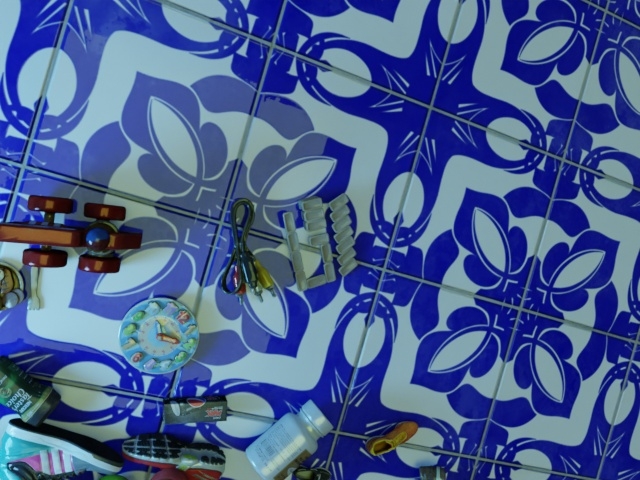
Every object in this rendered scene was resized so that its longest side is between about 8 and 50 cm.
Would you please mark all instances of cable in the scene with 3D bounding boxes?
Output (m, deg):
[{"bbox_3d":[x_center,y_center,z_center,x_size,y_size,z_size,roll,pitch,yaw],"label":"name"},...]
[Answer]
[{"bbox_3d":[-0.215,0.035,1.561,0.139,0.072,0.288,-13,86,1],"label":"cable"}]

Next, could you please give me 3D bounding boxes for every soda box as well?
[{"bbox_3d":[-0.337,0.454,1.544,0.168,0.053,0.060,1,94,-18],"label":"soda box"}]

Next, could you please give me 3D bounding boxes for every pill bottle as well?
[{"bbox_3d":[-0.081,0.556,1.590,0.229,0.131,0.131,-39,104,-10],"label":"pill bottle"}]

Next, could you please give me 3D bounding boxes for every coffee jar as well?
[{"bbox_3d":[-0.735,0.370,1.402,0.184,0.079,0.096,41,83,-16],"label":"coffee jar"}]

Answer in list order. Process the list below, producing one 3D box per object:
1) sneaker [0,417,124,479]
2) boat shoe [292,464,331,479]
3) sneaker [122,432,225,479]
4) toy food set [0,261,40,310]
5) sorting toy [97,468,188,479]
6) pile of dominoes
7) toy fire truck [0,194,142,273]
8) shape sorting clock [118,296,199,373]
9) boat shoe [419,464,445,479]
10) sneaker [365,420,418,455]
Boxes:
[{"bbox_3d":[-0.657,0.573,1.417,0.295,0.124,0.179,23,83,-10],"label":"sneaker"},{"bbox_3d":[-0.023,0.681,1.666,0.125,0.038,0.046,22,88,-17],"label":"boat shoe"},{"bbox_3d":[-0.393,0.597,1.518,0.278,0.107,0.119,18,103,-14],"label":"sneaker"},{"bbox_3d":[-0.786,0.116,1.386,0.191,0.038,0.133,1,94,-17],"label":"toy food set"},{"bbox_3d":[-0.509,0.662,1.414,0.365,0.126,0.127,-8,93,5],"label":"sorting toy"},{"bbox_3d":[0.000,0.000,1.630,0.195,0.040,0.252,-15,107,-16],"label":"pile of dominoes"},{"bbox_3d":[-0.572,-0.008,1.329,0.301,0.254,0.170,7,93,-17],"label":"toy fire truck"},{"bbox_3d":[-0.423,0.252,1.508,0.206,0.040,0.207,-1,95,-17],"label":"shape sorting clock"},{"bbox_3d":[0.316,0.812,1.766,0.095,0.095,0.258,9,93,6],"label":"boat shoe"},{"bbox_3d":[0.222,0.599,1.720,0.175,0.067,0.064,-24,99,-15],"label":"sneaker"}]
